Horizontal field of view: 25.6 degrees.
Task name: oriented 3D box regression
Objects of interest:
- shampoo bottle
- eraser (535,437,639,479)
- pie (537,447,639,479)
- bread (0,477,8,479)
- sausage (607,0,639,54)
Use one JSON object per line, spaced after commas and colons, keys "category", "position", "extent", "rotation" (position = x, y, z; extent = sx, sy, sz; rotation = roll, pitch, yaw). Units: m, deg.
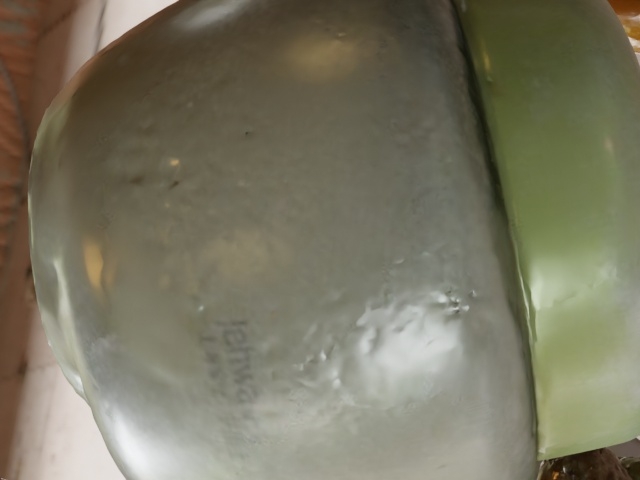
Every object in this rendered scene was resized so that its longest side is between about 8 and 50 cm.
{"category": "shampoo bottle", "position": [0.017, 0.005, 0.763], "extent": [0.322, 0.317, 0.322], "rotation": [-14, -90, -89]}
{"category": "eraser", "position": [0.429, 0.362, 2.033], "extent": [0.150, 0.331, 0.331], "rotation": [-50, 29, -3]}
{"category": "pie", "position": [0.260, 0.409, 1.294], "extent": [0.395, 0.180, 0.418], "rotation": [48, 132, 18]}
{"category": "bread", "position": [-0.394, 0.336, 1.514], "extent": [0.054, 0.316, 0.316], "rotation": [-27, 48, 18]}
{"category": "sausage", "position": [0.197, -0.234, 1.205], "extent": [0.105, 0.274, 0.105], "rotation": [22, -90, -76]}
